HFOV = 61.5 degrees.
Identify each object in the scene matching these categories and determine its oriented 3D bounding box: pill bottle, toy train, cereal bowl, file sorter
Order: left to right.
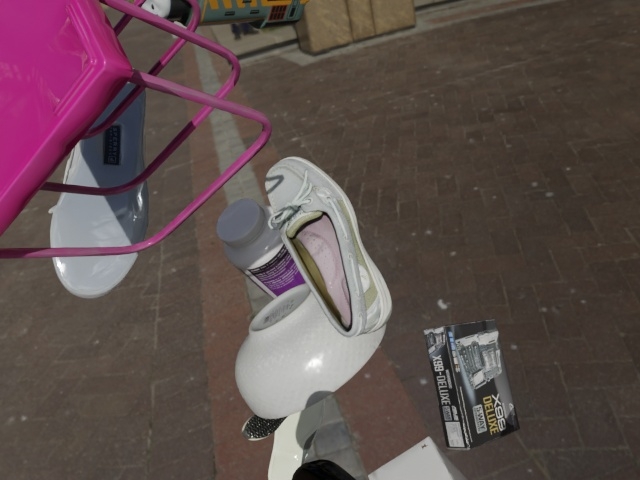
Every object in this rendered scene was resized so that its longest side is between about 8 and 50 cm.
[{"bbox_3d":[-0.199,-0.152,0.421,0.202,0.291,0.182,-37,-18,25],"label":"file sorter"},{"bbox_3d":[-0.131,-0.423,0.832,0.142,0.190,0.333,42,43,18],"label":"toy train"},{"bbox_3d":[-0.128,0.032,1.407,0.181,0.323,0.182,-15,52,21],"label":"pill bottle"},{"bbox_3d":[-0.041,0.189,1.096,0.338,0.141,0.339,-32,14,9],"label":"cereal bowl"}]

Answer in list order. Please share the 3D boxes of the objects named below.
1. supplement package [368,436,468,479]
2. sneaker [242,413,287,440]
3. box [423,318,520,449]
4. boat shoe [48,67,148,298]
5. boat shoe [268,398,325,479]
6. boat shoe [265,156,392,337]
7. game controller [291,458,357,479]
[{"bbox_3d":[0.269,0.623,1.226,0.175,0.293,0.178,-34,33,5],"label":"supplement package"},{"bbox_3d":[-0.121,0.404,1.206,0.161,0.057,0.075,-27,-16,-50],"label":"sneaker"},{"bbox_3d":[0.408,0.376,1.444,0.242,0.308,0.076,2,-17,-40],"label":"box"},{"bbox_3d":[-0.346,-0.085,0.848,0.135,0.368,0.156,3,-15,-22],"label":"boat shoe"},{"bbox_3d":[-0.062,0.497,1.432,0.116,0.320,0.099,16,5,5],"label":"boat shoe"},{"bbox_3d":[-0.001,0.002,0.845,0.118,0.321,0.103,-33,-16,26],"label":"boat shoe"},{"bbox_3d":[0.015,0.380,0.614,0.166,0.319,0.067,29,38,20],"label":"game controller"}]
